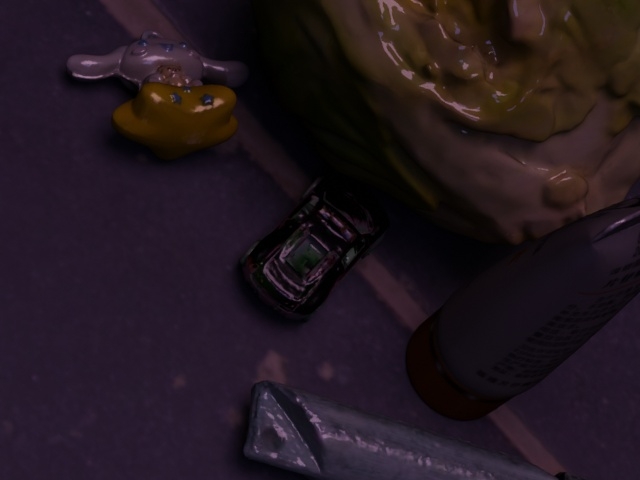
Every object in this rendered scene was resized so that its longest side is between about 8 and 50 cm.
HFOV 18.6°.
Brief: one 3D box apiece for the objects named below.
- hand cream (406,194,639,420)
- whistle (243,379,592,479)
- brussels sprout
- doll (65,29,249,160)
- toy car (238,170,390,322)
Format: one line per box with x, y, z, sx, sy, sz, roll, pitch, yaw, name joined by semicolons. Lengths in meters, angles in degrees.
0.162;0.037;1.343;0.140;0.314;0.089;-21;78;-36;hand cream
0.091;0.170;1.394;0.312;0.062;0.062;18;58;-17;whistle
0.095;-0.156;1.424;0.268;0.344;0.344;-28;79;-12;brussels sprout
-0.108;-0.112;1.447;0.135;0.071;0.113;-21;57;-40;doll
0.000;0.000;1.440;0.069;0.055;0.142;43;51;0;toy car
